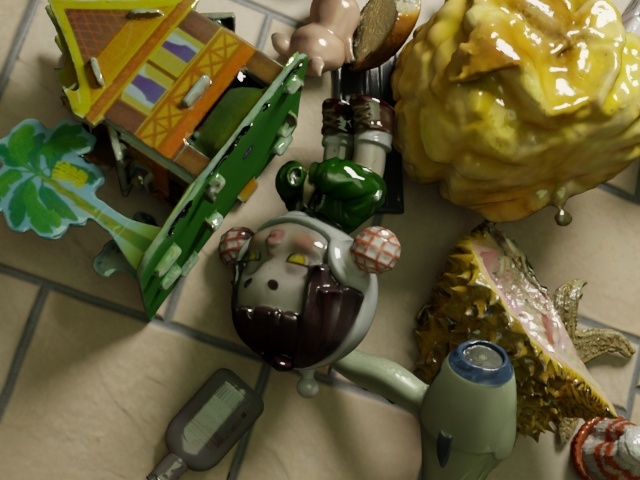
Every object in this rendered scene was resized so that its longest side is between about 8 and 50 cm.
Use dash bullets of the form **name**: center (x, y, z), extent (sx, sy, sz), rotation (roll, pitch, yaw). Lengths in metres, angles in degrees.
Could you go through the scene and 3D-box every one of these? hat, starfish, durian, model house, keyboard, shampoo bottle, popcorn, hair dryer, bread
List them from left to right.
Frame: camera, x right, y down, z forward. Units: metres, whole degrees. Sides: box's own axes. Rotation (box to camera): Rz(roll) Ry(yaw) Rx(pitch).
- **model house**: center (-0.234, -0.124, 1.285), extent (0.313, 0.242, 0.357), rotation (32, 74, 7)
- **shampoo bottle**: center (-0.147, 0.239, 1.308), extent (0.080, 0.040, 0.165), rotation (44, 72, -7)
- **keyboard**: center (0.070, -0.120, 1.445), extent (0.103, 0.041, 0.381), rotation (1, 74, -16)
- **bread**: center (0.088, -0.287, 1.412), extent (0.044, 0.129, 0.126), rotation (20, 63, -20)
- **hair dryer**: center (0.116, 0.251, 1.341), extent (0.119, 0.298, 0.296), rotation (-30, 118, -47)
- **durian**: center (0.216, 0.148, 1.381), extent (0.196, 0.185, 0.305), rotation (-34, 84, 21)
- **popcorn**: center (0.250, -0.210, 1.382), extent (0.349, 0.349, 0.381), rotation (-3, 60, -18)
- **starfish**: center (0.320, 0.160, 1.468), extent (0.277, 0.062, 0.235), rotation (13, 82, -19)
- **hat**: center (0.401, 0.280, 1.408), extent (0.094, 0.162, 0.112), rotation (3, 76, -14)

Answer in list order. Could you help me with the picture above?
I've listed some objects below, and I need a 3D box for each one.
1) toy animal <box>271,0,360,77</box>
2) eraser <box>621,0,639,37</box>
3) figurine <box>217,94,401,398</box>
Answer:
- **toy animal**: center (0.002, -0.280, 1.420), extent (0.089, 0.083, 0.150), rotation (41, 67, -38)
- **eraser**: center (0.531, -0.339, 1.595), extent (0.130, 0.086, 0.287), rotation (37, 72, -9)
- **figurine**: center (0.000, 0.000, 1.299), extent (0.167, 0.281, 0.370), rotation (32, 67, -42)
